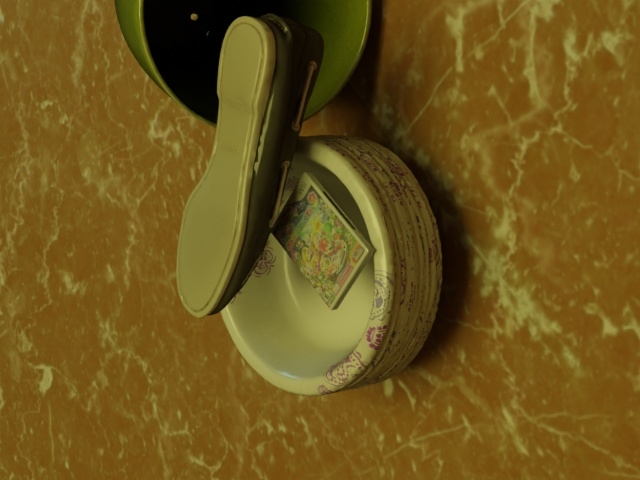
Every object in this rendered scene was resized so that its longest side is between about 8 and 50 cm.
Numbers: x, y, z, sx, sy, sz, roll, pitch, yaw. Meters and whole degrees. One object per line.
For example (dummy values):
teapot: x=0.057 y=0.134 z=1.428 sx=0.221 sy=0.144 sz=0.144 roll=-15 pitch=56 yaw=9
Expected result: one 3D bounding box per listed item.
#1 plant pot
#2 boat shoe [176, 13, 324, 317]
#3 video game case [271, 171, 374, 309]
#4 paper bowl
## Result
plant pot: x=-0.128 y=-0.282 z=1.575 sx=0.293 sy=0.275 sz=0.275 roll=27 pitch=114 yaw=61
boat shoe: x=-0.069 y=-0.072 z=1.422 sx=0.112 sy=0.095 sz=0.335 roll=34 pitch=117 yaw=45
video game case: x=0.000 y=0.000 z=1.405 sx=0.122 sy=0.011 sz=0.087 roll=52 pitch=128 yaw=29
paper bowl: x=0.021 y=0.024 z=1.499 sx=0.284 sy=0.148 sz=0.284 roll=5 pitch=97 yaw=47
